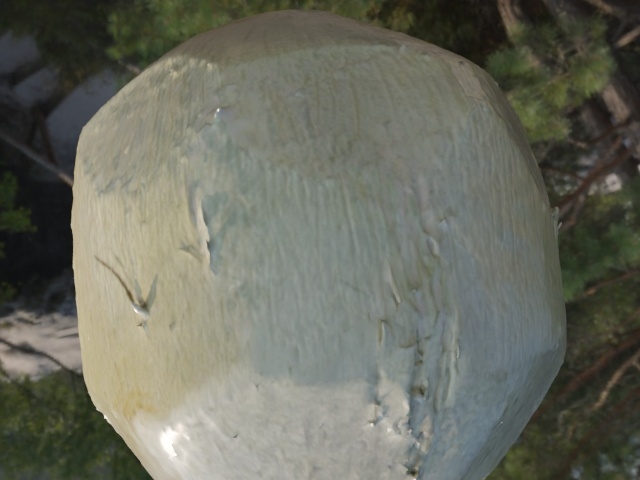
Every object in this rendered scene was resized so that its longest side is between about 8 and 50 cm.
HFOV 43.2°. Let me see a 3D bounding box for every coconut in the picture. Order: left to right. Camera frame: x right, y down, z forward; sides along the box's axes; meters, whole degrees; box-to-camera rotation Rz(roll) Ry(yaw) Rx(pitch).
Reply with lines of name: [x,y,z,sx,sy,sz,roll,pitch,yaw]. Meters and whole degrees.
coconut: [0.000,0.000,0.585,0.347,0.360,0.346,-4,175,0]
